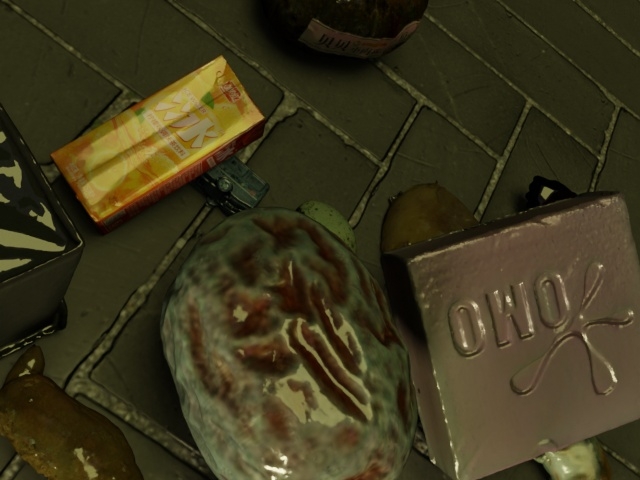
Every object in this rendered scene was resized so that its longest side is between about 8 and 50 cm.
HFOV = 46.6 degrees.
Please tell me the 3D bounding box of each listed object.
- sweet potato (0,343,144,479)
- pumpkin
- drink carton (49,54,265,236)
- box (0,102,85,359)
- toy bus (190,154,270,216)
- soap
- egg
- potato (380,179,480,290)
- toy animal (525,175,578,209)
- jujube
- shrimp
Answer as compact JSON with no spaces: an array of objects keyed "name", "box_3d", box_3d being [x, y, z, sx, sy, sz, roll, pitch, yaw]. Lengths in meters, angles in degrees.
[{"name":"sweet potato","box_3d":[-0.226,0.239,0.688,0.124,0.098,0.309,-13,74,-9]},{"name":"pumpkin","box_3d":[0.037,-0.390,1.074,0.261,0.189,0.260,12,60,-22]},{"name":"drink carton","box_3d":[-0.180,-0.108,0.844,0.223,0.071,0.096,-34,86,-13]},{"name":"box","box_3d":[-0.409,-0.036,0.653,0.251,0.204,0.345,-29,82,-34]},{"name":"toy bus","box_3d":[-0.143,-0.095,0.923,0.166,0.047,0.065,41,52,-6]},{"name":"soap","box_3d":[0.247,0.111,0.903,0.297,0.107,0.285,-18,98,-12]},{"name":"egg","box_3d":[0.000,0.000,0.929,0.085,0.085,0.110,-11,70,-32]},{"name":"potato","box_3d":[0.161,0.036,0.994,0.138,0.098,0.243,-33,83,-34]},{"name":"toy animal","box_3d":[0.368,0.012,1.132,0.180,0.116,0.218,31,44,-47]},{"name":"jujube","box_3d":[-0.027,0.122,0.757,0.247,0.215,0.308,-16,68,-54]},{"name":"shrimp","box_3d":[0.284,0.354,0.937,0.287,0.068,0.185,-38,83,-26]}]
